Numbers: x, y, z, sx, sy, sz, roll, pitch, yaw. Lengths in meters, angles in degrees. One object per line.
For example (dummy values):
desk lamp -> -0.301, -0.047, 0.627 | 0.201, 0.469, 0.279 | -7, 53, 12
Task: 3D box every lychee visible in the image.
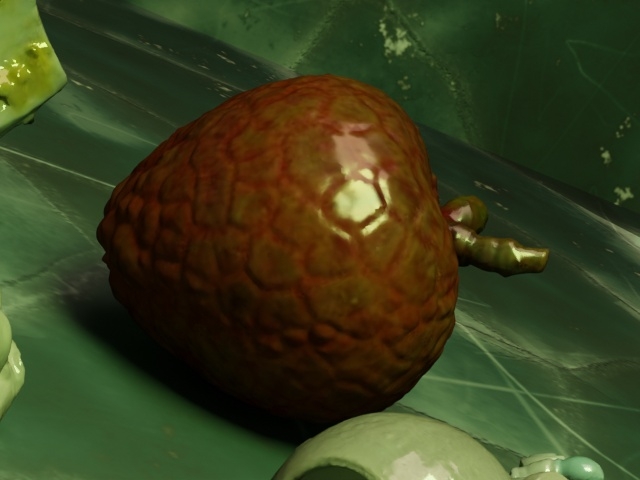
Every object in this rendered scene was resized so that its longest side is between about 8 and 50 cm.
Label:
lychee -> 0.000, 0.000, 1.018 | 0.300, 0.255, 0.255 | -14, 15, 4

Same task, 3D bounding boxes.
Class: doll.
doll -> 0.084, 0.172, 0.795 | 0.151, 0.151, 0.287 | 35, 11, 36

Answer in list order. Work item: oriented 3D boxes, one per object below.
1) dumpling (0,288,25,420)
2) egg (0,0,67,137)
dumpling -> -0.210, 0.053, 0.783 | 0.127, 0.108, 0.188 | 41, 20, -19
egg -> -0.308, -0.145, 1.030 | 0.162, 0.206, 0.271 | 53, 6, 7
